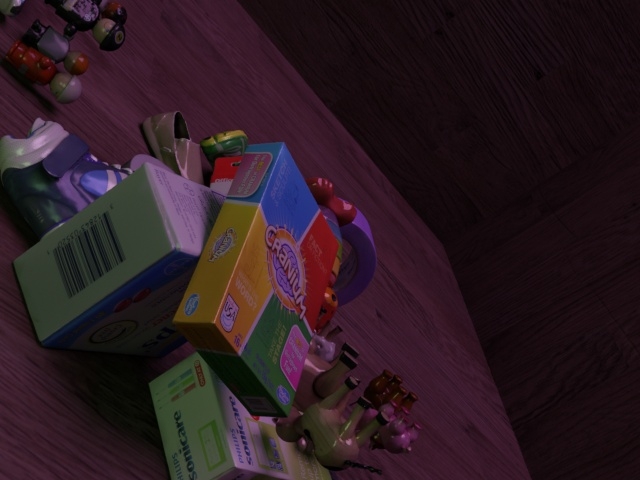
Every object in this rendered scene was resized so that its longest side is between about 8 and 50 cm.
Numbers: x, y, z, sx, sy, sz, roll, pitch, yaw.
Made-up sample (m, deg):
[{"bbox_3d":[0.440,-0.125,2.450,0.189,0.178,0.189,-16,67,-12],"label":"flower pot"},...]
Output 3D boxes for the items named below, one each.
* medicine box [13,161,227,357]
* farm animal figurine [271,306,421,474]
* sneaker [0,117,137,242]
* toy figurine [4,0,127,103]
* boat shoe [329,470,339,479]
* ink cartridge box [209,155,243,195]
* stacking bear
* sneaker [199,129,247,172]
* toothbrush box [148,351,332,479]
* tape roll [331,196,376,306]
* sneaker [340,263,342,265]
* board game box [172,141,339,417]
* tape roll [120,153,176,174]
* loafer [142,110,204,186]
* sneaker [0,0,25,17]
[{"bbox_3d":[-0.248,0.044,1.233,0.289,0.263,0.149,23,38,-61],"label":"medicine box"},{"bbox_3d":[-0.001,0.251,1.301,0.327,0.172,0.330,43,7,18],"label":"farm animal figurine"},{"bbox_3d":[-0.371,-0.112,1.346,0.322,0.130,0.236,-20,77,-55],"label":"sneaker"},{"bbox_3d":[-0.461,-0.380,1.530,0.148,0.213,0.209,36,18,-21],"label":"toy figurine"},{"bbox_3d":[0.029,0.503,1.467,0.079,0.084,0.233,31,27,-54],"label":"boat shoe"},{"bbox_3d":[-0.169,-0.070,1.757,0.078,0.134,0.231,76,14,-55],"label":"ink cartridge box"},{"bbox_3d":[-0.025,0.048,1.664,0.175,0.164,0.289,42,41,-50],"label":"stacking bear"},{"bbox_3d":[-0.206,-0.172,1.939,0.295,0.109,0.124,69,4,-73],"label":"sneaker"},{"bbox_3d":[-0.122,0.320,1.322,0.283,0.122,0.206,34,27,-50],"label":"toothbrush box"},{"bbox_3d":[-0.010,0.032,1.905,0.275,0.274,0.090,46,18,-30],"label":"tape roll"},{"bbox_3d":[-0.043,0.042,2.112,0.302,0.108,0.121,50,16,8],"label":"sneaker"},{"bbox_3d":[-0.077,0.055,1.175,0.242,0.064,0.317,60,37,-44],"label":"board game box"},{"bbox_3d":[-0.313,-0.057,1.580,0.219,0.072,0.219,50,17,-21],"label":"tape roll"},{"bbox_3d":[-0.303,-0.177,1.797,0.269,0.092,0.102,61,17,15],"label":"loafer"},{"bbox_3d":[-0.625,-0.499,1.562,0.083,0.071,0.191,16,34,-56],"label":"sneaker"}]
